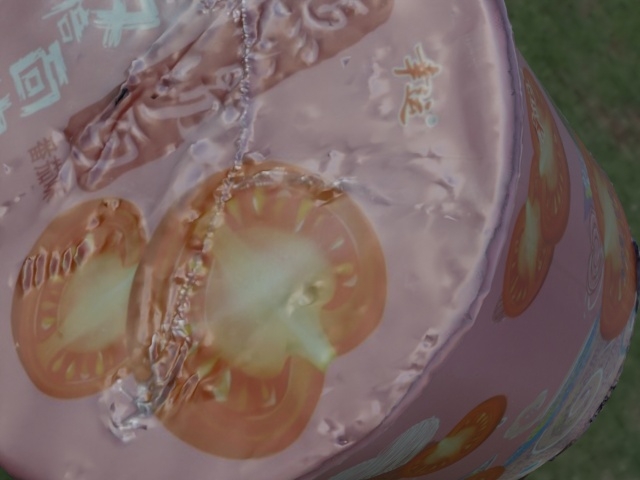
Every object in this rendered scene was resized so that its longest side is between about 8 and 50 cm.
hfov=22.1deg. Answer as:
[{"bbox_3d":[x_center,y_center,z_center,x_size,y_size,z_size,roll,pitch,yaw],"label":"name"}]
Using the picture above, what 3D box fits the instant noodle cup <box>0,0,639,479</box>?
[{"bbox_3d":[0.000,0.000,0.643,0.231,0.243,0.243,29,36,-60],"label":"instant noodle cup"}]
